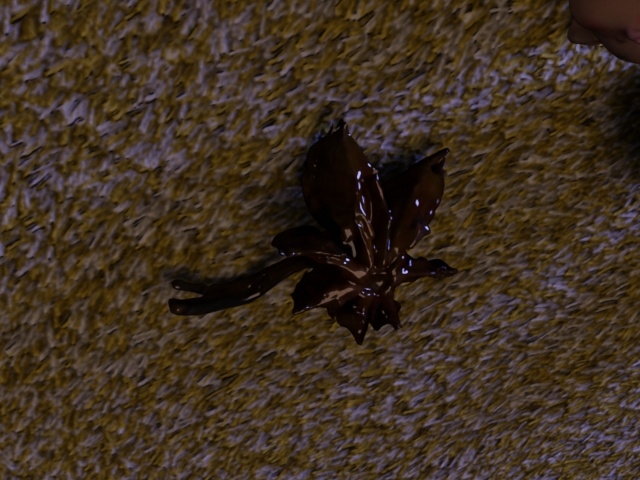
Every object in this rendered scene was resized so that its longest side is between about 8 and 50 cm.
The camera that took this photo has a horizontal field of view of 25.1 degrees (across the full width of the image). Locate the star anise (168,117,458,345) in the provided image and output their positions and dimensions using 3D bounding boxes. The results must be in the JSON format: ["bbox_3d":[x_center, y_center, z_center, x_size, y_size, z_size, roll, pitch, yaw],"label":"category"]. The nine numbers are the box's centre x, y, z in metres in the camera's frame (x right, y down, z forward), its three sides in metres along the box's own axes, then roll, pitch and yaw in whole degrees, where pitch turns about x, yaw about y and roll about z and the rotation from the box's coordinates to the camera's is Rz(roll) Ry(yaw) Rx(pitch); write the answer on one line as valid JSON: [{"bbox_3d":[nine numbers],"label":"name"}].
[{"bbox_3d":[-0.001,0.005,1.527,0.346,0.148,0.237,-27,113,1],"label":"star anise"}]

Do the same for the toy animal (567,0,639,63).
[{"bbox_3d":[0.311,-0.281,1.422,0.154,0.166,0.250,-64,150,-28],"label":"toy animal"}]
